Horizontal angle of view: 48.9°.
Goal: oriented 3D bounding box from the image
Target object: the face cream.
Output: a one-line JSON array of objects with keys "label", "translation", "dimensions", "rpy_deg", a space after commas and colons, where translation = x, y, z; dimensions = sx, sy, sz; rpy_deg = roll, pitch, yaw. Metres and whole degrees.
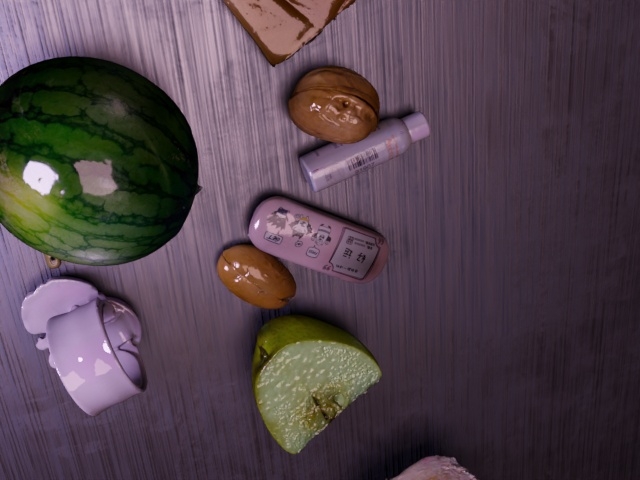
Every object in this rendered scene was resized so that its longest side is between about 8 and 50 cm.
[{"label": "face cream", "translation": [0.093, -0.184, 1.410], "dimensions": [0.269, 0.082, 0.082], "rpy_deg": [-24, 116, -5]}]

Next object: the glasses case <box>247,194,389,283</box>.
[{"label": "glasses case", "translation": [0.000, 0.000, 1.459], "dimensions": [0.314, 0.075, 0.122], "rpy_deg": [20, 105, -23]}]

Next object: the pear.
[{"label": "pear", "translation": [-0.047, 0.278, 1.514], "dimensions": [0.292, 0.159, 0.292], "rpy_deg": [-6, 110, -17]}]

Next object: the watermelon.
[{"label": "watermelon", "translation": [-0.372, -0.127, 1.155], "dimensions": [0.363, 0.363, 0.363], "rpy_deg": [-6, 113, -15]}]

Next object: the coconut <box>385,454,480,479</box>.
[{"label": "coconut", "translation": [0.255, 0.748, 1.672], "dimensions": [0.405, 0.404, 0.404], "rpy_deg": [-6, 113, -15]}]

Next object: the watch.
[{"label": "watch", "translation": [-0.446, 0.201, 1.319], "dimensions": [0.196, 0.231, 0.244], "rpy_deg": [-26, 119, -3]}]

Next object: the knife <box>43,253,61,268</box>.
[{"label": "knife", "translation": [-0.521, -0.087, 1.299], "dimensions": [0.047, 0.017, 0.297], "rpy_deg": [-15, 111, -13]}]

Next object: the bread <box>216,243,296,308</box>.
[{"label": "bread", "translation": [-0.127, 0.080, 1.456], "dimensions": [0.189, 0.077, 0.114], "rpy_deg": [35, 93, -23]}]

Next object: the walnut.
[{"label": "walnut", "translation": [0.032, -0.256, 1.335], "dimensions": [0.180, 0.144, 0.144], "rpy_deg": [20, 104, -14]}]

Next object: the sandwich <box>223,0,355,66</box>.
[{"label": "sandwich", "translation": [-0.053, -0.467, 1.263], "dimensions": [0.245, 0.063, 0.212], "rpy_deg": [-41, 115, 0]}]
